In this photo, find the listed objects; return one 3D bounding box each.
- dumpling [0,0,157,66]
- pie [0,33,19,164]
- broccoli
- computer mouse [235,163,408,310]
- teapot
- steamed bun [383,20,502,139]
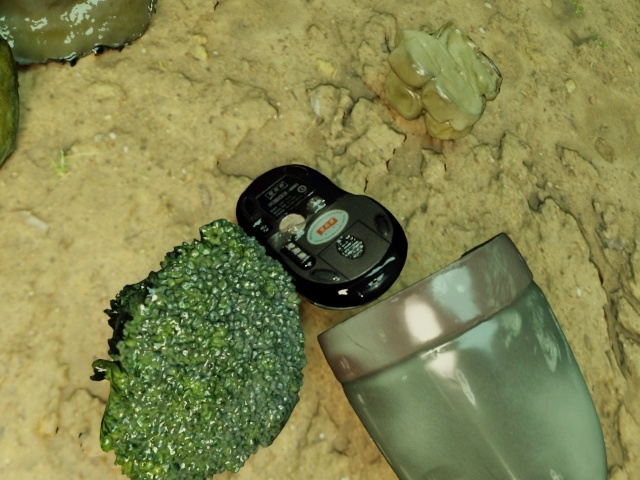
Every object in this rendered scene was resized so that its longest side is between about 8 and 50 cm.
[{"bbox_3d":[-0.372,-0.299,0.684,0.332,0.086,0.166,12,101,-44],"label":"dumpling"},{"bbox_3d":[-0.409,-0.153,0.508,0.070,0.323,0.323,6,50,29],"label":"pie"},{"bbox_3d":[-0.110,0.103,0.539,0.198,0.176,0.226,5,51,-40],"label":"broccoli"},{"bbox_3d":[0.000,0.000,0.667,0.137,0.096,0.233,-34,51,-19],"label":"computer mouse"},{"bbox_3d":[0.185,0.176,0.624,0.315,0.233,0.312,-16,76,-58],"label":"teapot"},{"bbox_3d":[0.179,-0.251,0.892,0.192,0.106,0.177,38,51,-11],"label":"steamed bun"}]
